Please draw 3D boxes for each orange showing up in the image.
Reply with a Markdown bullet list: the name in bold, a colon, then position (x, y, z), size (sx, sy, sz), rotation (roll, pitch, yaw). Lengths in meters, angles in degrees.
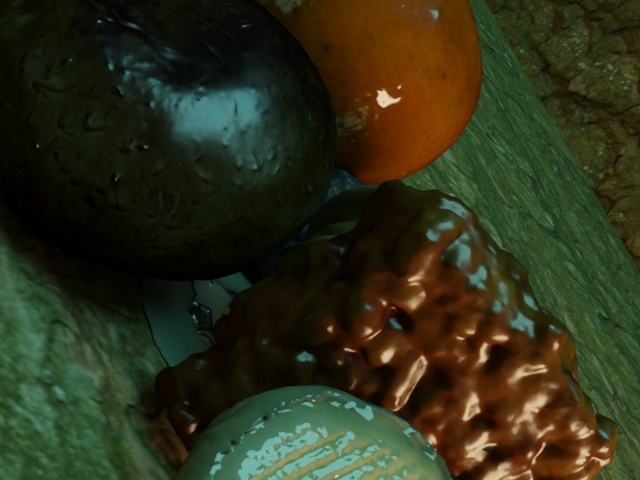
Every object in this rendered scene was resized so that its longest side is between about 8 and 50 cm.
- **orange**: position (-0.003, -0.257, 1.377), size (0.423, 0.326, 0.424), rotation (62, 6, -11)

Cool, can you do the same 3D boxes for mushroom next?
- **mushroom**: position (-0.150, -0.117, 1.046), size (0.239, 0.345, 0.345), rotation (95, -12, -45)

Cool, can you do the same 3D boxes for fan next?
- **fan**: position (-0.116, 0.025, 1.192), size (0.233, 0.012, 0.414), rotation (25, 38, -53)

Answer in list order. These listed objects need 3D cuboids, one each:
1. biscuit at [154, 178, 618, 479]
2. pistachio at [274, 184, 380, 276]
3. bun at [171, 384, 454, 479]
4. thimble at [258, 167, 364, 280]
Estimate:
- **biscuit**: position (0.064, 0.140, 0.998), size (0.318, 0.312, 0.110), rotation (50, 12, -20)
- **pistachio**: position (0.079, 0.098, 1.151), size (0.229, 0.238, 0.321), rotation (-61, 140, -46)
- **bun**: position (-0.023, 0.246, 0.857), size (0.287, 0.146, 0.287), rotation (14, 68, -38)
- **thimble**: position (0.001, 0.002, 1.287), size (0.150, 0.150, 0.097), rotation (37, 28, -37)
